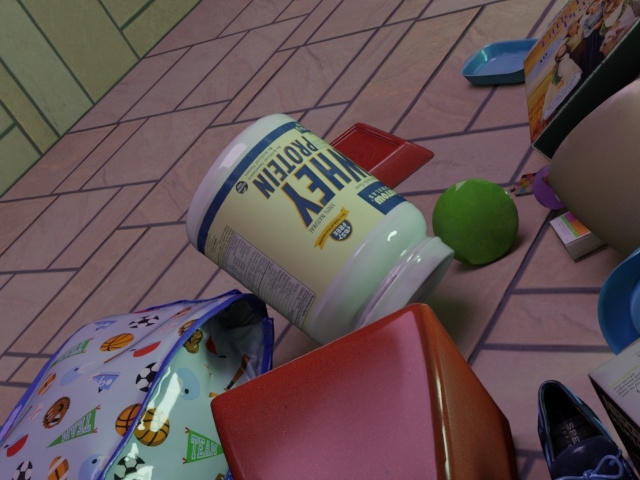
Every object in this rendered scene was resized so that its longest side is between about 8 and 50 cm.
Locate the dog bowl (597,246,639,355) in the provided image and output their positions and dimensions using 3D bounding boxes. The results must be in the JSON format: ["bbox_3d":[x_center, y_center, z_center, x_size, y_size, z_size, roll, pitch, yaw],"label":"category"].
[{"bbox_3d":[0.446,0.033,1.149,0.297,0.166,0.074,-40,2,29],"label":"dog bowl"}]

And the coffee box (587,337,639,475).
[{"bbox_3d":[0.386,0.216,0.945,0.119,0.168,0.297,-33,28,-1],"label":"coffee box"}]

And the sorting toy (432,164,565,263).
[{"bbox_3d":[0.217,-0.023,1.609,0.366,0.127,0.126,-25,1,12],"label":"sorting toy"}]

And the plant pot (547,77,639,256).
[{"bbox_3d":[0.449,-0.067,1.277,0.284,0.284,0.191,-29,65,7],"label":"plant pot"}]

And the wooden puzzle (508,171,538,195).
[{"bbox_3d":[0.336,-0.090,1.659,0.083,0.006,0.049,-8,37,39],"label":"wooden puzzle"}]

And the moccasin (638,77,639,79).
[{"bbox_3d":[0.521,-0.232,1.587,0.138,0.117,0.342,-25,31,40],"label":"moccasin"}]

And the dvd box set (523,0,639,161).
[{"bbox_3d":[0.443,-0.325,1.669,0.307,0.062,0.420,-52,10,28],"label":"dvd box set"}]

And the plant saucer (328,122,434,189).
[{"bbox_3d":[0.048,-0.130,1.981,0.259,0.047,0.258,-37,28,-10],"label":"plant saucer"}]

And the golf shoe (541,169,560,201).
[{"bbox_3d":[0.401,-0.090,1.492,0.186,0.086,0.067,-23,-22,-29],"label":"golf shoe"}]

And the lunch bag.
[{"bbox_3d":[-0.257,0.249,1.493,0.328,0.239,0.385,-13,41,37],"label":"lunch bag"}]

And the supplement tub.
[{"bbox_3d":[0.000,0.000,1.476,0.235,0.325,0.235,-50,-13,-16],"label":"supplement tub"}]

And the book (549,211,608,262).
[{"bbox_3d":[0.402,-0.035,1.477,0.144,0.035,0.096,-28,25,9],"label":"book"}]

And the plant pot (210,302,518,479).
[{"bbox_3d":[0.068,0.276,1.113,0.267,0.267,0.235,-26,41,13],"label":"plant pot"}]

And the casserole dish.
[{"bbox_3d":[0.355,-0.337,2.004,0.188,0.037,0.114,8,47,50],"label":"casserole dish"}]

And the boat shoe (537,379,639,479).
[{"bbox_3d":[0.272,0.246,1.098,0.109,0.089,0.258,-32,28,3],"label":"boat shoe"}]
